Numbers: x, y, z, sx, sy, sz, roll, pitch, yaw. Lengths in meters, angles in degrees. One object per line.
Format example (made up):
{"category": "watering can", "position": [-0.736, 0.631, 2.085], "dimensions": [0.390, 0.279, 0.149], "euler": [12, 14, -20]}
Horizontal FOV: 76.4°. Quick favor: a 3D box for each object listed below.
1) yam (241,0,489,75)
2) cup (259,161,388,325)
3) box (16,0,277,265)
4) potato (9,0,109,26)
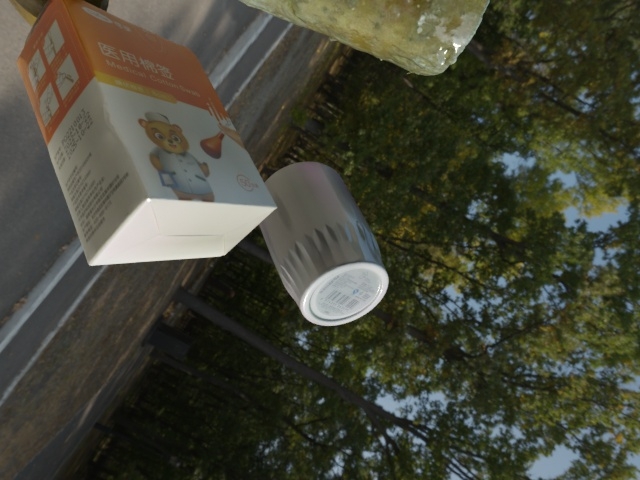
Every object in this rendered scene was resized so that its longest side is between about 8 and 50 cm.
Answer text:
{"category": "yam", "position": [0.005, -0.282, 0.431], "dimensions": [0.133, 0.330, 0.133], "euler": [19, 90, -86]}
{"category": "cup", "position": [0.000, 0.000, 0.987], "dimensions": [0.253, 0.253, 0.371], "euler": [-53, -139, 24]}
{"category": "box", "position": [-0.244, -0.149, 0.580], "dimensions": [0.143, 0.341, 0.225], "euler": [-39, 161, 27]}
{"category": "potato", "position": [-0.374, -0.417, 0.547], "dimensions": [0.369, 0.176, 0.195], "euler": [0, -105, 61]}
